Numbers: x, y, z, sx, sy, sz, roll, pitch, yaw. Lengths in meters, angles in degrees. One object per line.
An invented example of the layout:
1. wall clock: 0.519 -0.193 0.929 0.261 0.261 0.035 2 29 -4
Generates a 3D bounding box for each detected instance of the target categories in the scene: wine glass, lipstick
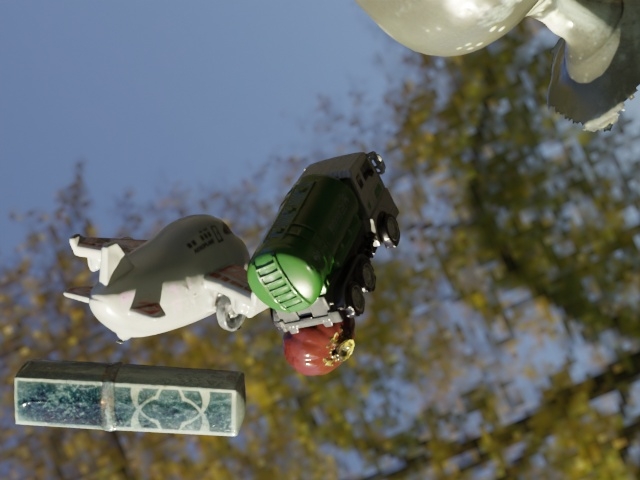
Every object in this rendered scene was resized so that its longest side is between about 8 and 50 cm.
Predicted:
1. wine glass: 0.161 -0.258 1.724 0.323 0.238 0.238 33 -149 -26
2. lipstick: -0.238 0.198 2.404 0.076 0.289 0.077 -74 -14 -73

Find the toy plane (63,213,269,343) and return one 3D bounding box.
1. toy plane: -0.164 0.037 2.049 0.252 0.252 0.118 -51 -32 -71

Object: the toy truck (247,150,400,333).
1. toy truck: 0.000 0.000 2.014 0.125 0.101 0.242 63 -150 -23

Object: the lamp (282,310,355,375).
1. lamp: -0.002 0.115 2.282 0.090 0.101 0.101 26 174 33
